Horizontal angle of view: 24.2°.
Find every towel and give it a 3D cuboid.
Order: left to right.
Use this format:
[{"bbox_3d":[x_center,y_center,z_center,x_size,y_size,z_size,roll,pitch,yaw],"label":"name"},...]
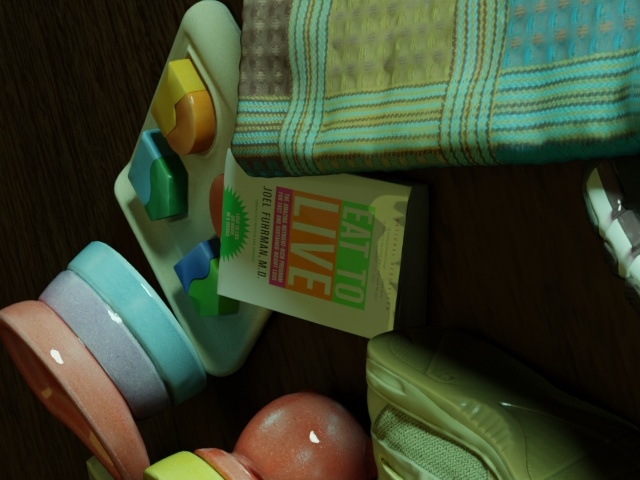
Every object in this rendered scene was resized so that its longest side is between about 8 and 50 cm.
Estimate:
[{"bbox_3d":[0.064,-0.170,0.750,0.370,0.040,0.272,-1,85,55],"label":"towel"}]

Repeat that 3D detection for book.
[{"bbox_3d":[0.000,0.000,0.918,0.144,0.035,0.096,13,105,37],"label":"book"}]

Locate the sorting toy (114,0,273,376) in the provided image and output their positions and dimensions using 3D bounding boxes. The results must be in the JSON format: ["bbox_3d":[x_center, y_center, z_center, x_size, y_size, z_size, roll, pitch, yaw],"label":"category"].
[{"bbox_3d":[-0.080,-0.031,1.044,0.193,0.038,0.208,61,141,24],"label":"sorting toy"}]

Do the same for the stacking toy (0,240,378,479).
[{"bbox_3d":[-0.076,0.149,1.052,0.309,0.130,0.279,40,159,32],"label":"stacking toy"}]

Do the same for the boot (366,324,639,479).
[{"bbox_3d":[0.104,0.185,0.797,0.262,0.095,0.204,33,125,48],"label":"boot"}]

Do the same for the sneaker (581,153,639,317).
[{"bbox_3d":[0.228,0.021,0.598,0.162,0.106,0.281,-45,48,22],"label":"sneaker"}]
